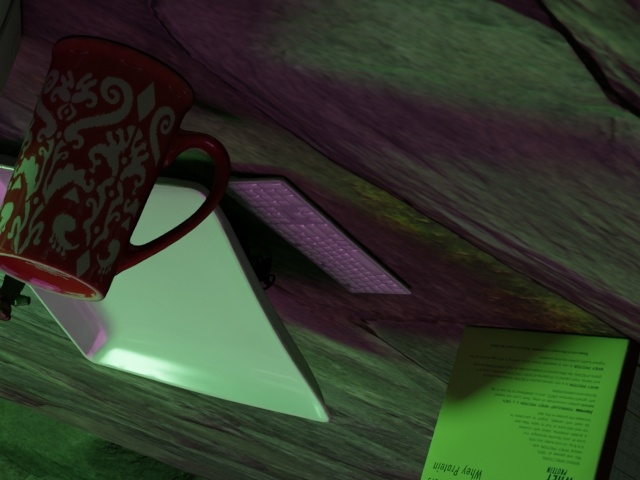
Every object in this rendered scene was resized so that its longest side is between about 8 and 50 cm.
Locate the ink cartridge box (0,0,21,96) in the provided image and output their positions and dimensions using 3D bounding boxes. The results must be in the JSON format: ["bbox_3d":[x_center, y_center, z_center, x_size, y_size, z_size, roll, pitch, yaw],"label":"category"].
[{"bbox_3d":[-0.303,-0.164,0.789,0.207,0.117,0.283,20,163,-7],"label":"ink cartridge box"}]

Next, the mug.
[{"bbox_3d":[-0.157,-0.045,0.922,0.150,0.169,0.113,14,162,14],"label":"mug"}]

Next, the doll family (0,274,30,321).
[{"bbox_3d":[-0.467,0.051,1.639,0.193,0.111,0.076,9,161,28],"label":"doll family"}]

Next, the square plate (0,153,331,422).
[{"bbox_3d":[-0.177,0.037,1.264,0.347,0.049,0.344,9,142,33],"label":"square plate"}]

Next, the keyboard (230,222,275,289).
[{"bbox_3d":[-0.081,0.011,1.281,0.100,0.038,0.192,39,167,11],"label":"keyboard"}]

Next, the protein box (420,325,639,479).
[{"bbox_3d":[0.232,0.209,1.263,0.200,0.201,0.136,1,156,44],"label":"protein box"}]

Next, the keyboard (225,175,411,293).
[{"bbox_3d":[0.000,0.000,1.171,0.072,0.014,0.256,6,160,34],"label":"keyboard"}]
